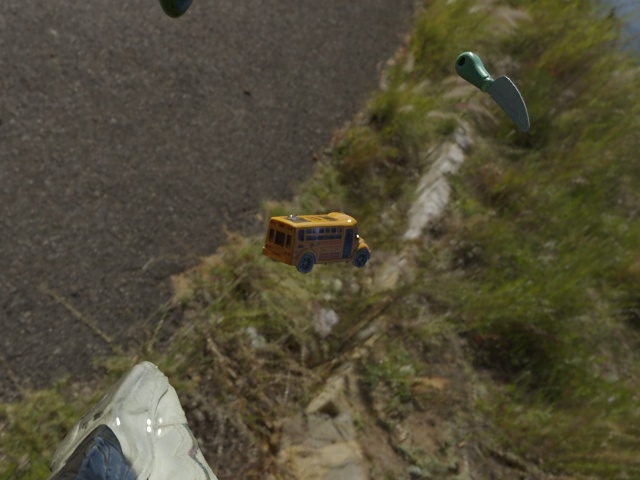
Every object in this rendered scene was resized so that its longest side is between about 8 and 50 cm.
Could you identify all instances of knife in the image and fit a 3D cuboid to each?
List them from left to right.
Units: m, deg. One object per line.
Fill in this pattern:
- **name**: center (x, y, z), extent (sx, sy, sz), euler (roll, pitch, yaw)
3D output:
- **knife**: center (0.363, -0.312, 1.849), extent (0.035, 0.063, 0.260), euler (12, 30, -42)

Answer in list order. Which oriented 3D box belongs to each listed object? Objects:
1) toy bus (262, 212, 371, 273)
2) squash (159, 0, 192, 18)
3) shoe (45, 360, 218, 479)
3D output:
- **toy bus**: center (0.000, 0.000, 1.269), extent (0.162, 0.074, 0.070), euler (-4, 17, -44)
- **squash**: center (-0.248, -0.559, 1.712), extent (0.082, 0.082, 0.292), euler (23, 78, -33)
- **shoe**: center (-0.171, 0.263, 0.936), extent (0.210, 0.132, 0.342), euler (44, 7, -10)
